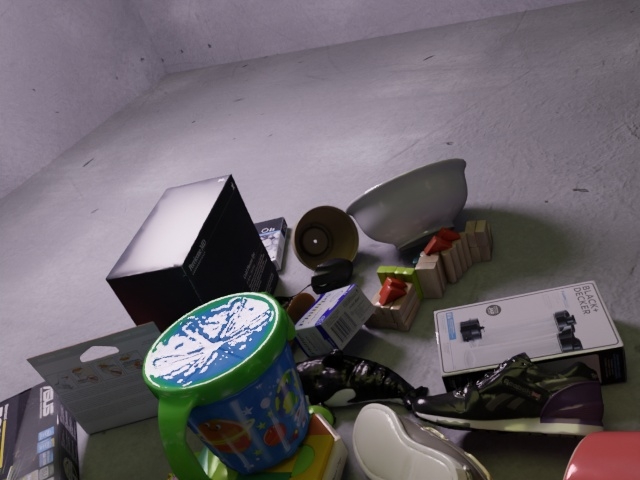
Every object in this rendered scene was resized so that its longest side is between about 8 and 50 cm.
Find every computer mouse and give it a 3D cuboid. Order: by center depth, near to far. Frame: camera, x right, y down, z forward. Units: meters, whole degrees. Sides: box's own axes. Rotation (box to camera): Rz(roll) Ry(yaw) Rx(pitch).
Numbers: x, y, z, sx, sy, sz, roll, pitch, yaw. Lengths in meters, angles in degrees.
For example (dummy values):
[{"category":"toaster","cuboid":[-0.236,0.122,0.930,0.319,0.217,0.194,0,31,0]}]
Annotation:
[{"category":"computer mouse","cuboid":[-0.027,0.114,1.428,0.242,0.071,0.041,-30,41,-11]}]

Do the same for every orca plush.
[{"category":"orca plush","cuboid":[0.043,0.252,1.145,0.287,0.102,0.151,10,44,40]}]

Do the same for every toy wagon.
[{"category":"toy wagon","cuboid":[-0.129,0.393,1.047,0.344,0.068,0.267,-10,28,24]}]

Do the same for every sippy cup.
[{"category":"sippy cup","cuboid":[-0.128,0.239,1.006,0.305,0.224,0.240,-34,29,-21]}]

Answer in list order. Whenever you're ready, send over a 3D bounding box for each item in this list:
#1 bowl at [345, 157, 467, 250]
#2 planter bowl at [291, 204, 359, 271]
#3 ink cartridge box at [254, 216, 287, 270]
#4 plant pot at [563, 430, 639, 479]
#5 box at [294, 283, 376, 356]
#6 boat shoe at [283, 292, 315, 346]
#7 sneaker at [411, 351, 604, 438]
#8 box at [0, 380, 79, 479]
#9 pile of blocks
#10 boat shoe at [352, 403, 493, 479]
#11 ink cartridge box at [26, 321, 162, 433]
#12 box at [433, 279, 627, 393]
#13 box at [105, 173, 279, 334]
[{"category":"bowl","cuboid":[0.217,-0.064,1.430,0.298,0.134,0.298,-21,-10,-4]},{"category":"planter bowl","cuboid":[0.000,0.000,1.519,0.162,0.162,0.109,-32,7,-16]},{"category":"ink cartridge box","cuboid":[-0.198,0.028,1.678,0.208,0.045,0.206,-15,33,13]},{"category":"plant pot","cuboid":[0.416,0.332,0.688,0.243,0.275,0.275,-2,36,45]},{"category":"box","cuboid":[0.022,0.163,1.271,0.126,0.072,0.137,-45,10,-33]},{"category":"boat shoe","cuboid":[-0.085,0.198,1.344,0.207,0.073,0.073,-42,-3,-36]},{"category":"sneaker","cuboid":[0.287,0.238,0.982,0.283,0.107,0.124,-1,74,18]},{"category":"box","cuboid":[-0.636,0.478,1.216,0.318,0.097,0.395,-24,33,-10]},{"category":"pile of blocks","cuboid":[0.223,0.043,1.342,0.362,0.112,0.149,-36,35,-22]},{"category":"boat shoe","cuboid":[0.146,0.335,0.956,0.305,0.091,0.109,11,81,66]},{"category":"ink cartridge box","cuboid":[-0.399,0.265,1.257,0.275,0.239,0.060,-17,32,7]},{"category":"box","cuboid":[0.353,0.178,1.087,0.290,0.087,0.169,-12,33,14]},{"category":"box","cuboid":[-0.257,0.081,1.380,0.179,0.312,0.343,-9,33,18]}]
